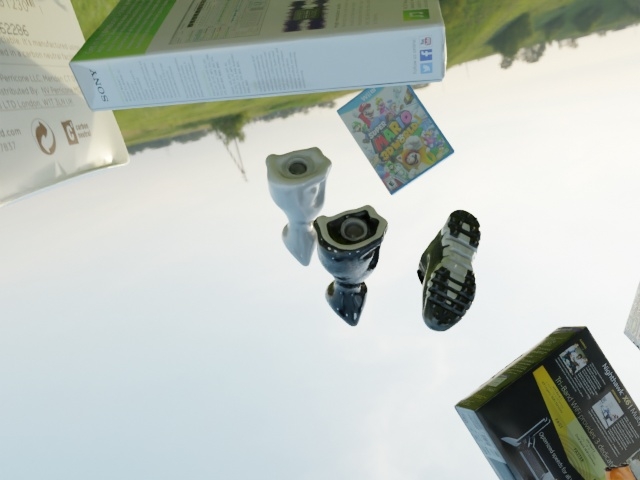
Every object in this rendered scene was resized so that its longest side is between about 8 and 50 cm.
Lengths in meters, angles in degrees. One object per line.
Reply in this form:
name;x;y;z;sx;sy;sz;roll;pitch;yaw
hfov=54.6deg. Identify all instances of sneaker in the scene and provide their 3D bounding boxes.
sneaker;0.198;0.061;0.998;0.106;0.078;0.234;-55;-170;50

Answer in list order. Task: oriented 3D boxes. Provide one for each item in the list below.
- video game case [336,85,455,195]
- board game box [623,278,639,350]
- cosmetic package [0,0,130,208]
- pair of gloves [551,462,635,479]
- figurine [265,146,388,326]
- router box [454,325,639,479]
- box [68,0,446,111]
video game case;0.116;-0.171;0.974;0.119;0.166;0.015;-34;169;15
board game box;0.472;0.097;0.609;0.232;0.141;0.291;14;-169;10
cosmetic package;-0.484;-0.152;0.634;0.394;0.327;0.329;-16;-167;12
pair of gloves;0.218;0.212;0.474;0.083;0.074;0.010;-31;169;35
figurine;0.000;0.000;0.895;0.092;0.209;0.215;-26;-123;-20
router box;0.401;0.330;0.998;0.243;0.308;0.081;-31;179;-15
box;-0.048;-0.219;0.605;0.322;0.058;0.232;-2;-138;8
